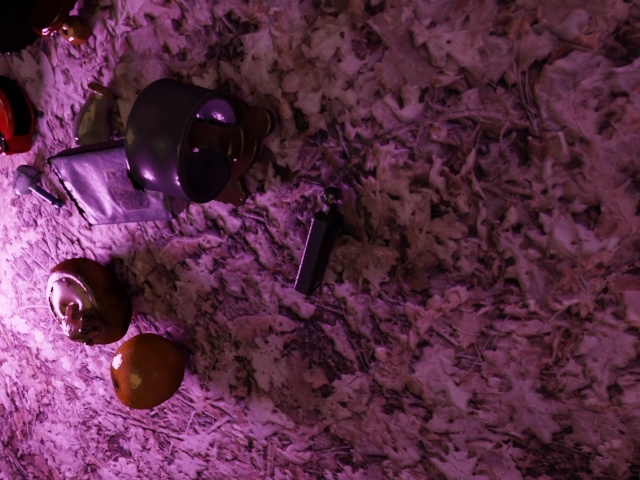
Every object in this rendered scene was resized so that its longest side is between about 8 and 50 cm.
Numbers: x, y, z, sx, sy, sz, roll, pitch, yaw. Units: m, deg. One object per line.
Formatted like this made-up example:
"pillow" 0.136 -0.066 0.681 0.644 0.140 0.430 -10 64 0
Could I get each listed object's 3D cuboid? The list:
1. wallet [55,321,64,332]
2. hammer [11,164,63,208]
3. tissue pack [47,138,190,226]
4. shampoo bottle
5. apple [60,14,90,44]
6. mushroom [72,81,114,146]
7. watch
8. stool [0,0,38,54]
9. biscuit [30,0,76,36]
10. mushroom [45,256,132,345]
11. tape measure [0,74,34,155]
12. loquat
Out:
"wallet" -1.016 0.320 1.813 0.118 0.039 0.153 35 120 4
"hammer" -1.006 -0.180 1.605 0.193 0.069 0.116 36 119 -4
"tissue pack" -0.610 -0.180 1.377 0.361 0.122 0.259 -2 126 21
"shampoo bottle" 0.000 0.000 1.232 0.071 0.098 0.310 25 117 17
"apple" -0.716 -0.613 1.304 0.083 0.071 0.084 8 112 20
"mushroom" -0.701 -0.374 1.389 0.116 0.093 0.225 15 107 -4
"watch" -0.322 -0.226 1.146 0.313 0.327 0.335 18 116 15
"stool" -1.021 -0.722 1.274 0.329 0.297 0.297 23 117 17
"biscuit" -0.753 -0.668 1.273 0.192 0.049 0.192 -7 76 30
"mushroom" -0.840 0.226 1.575 0.345 0.259 0.346 8 112 19
"tape measure" -1.097 -0.428 1.510 0.253 0.114 0.261 28 118 10
"loquat" -0.613 0.454 1.577 0.262 0.263 0.263 8 113 20
